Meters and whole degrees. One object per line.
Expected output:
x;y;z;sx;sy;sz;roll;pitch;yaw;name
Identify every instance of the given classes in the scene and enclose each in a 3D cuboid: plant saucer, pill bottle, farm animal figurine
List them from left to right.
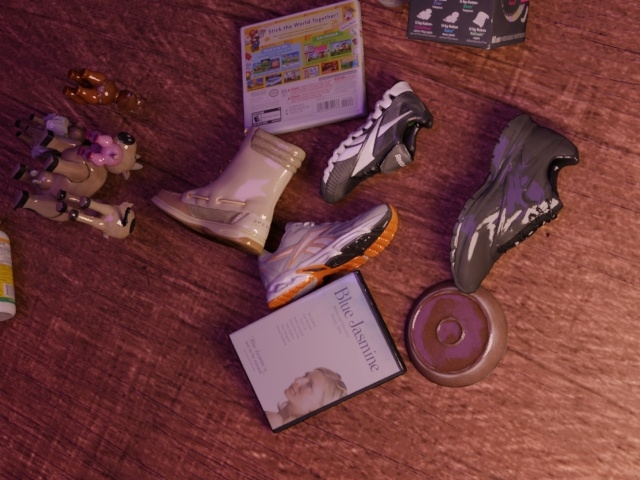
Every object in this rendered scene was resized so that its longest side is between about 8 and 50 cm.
-0.640;0.045;2.032;0.117;0.117;0.209;-15;75;22;pill bottle
-0.410;-0.119;1.927;0.326;0.172;0.330;-26;55;38;farm animal figurine
0.204;0.141;1.666;0.168;0.029;0.169;-5;77;24;plant saucer

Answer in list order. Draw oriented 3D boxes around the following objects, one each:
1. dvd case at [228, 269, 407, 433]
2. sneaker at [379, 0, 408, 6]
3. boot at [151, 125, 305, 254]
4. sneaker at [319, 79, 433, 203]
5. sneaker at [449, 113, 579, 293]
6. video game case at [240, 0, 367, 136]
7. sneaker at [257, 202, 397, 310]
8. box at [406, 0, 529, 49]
-0.008;0.181;1.739;0.253;0.022;0.180;-28;83;18;dvd case
0.102;-0.528;1.718;0.105;0.123;0.290;-10;75;26;sneaker
-0.158;-0.101;1.847;0.262;0.095;0.204;19;79;42;boot
0.093;-0.141;1.742;0.106;0.078;0.234;43;97;28;sneaker
0.288;-0.044;1.620;0.130;0.109;0.286;26;93;23;sneaker
-0.031;-0.292;1.859;0.226;0.026;0.207;-9;77;25;video game case
0.000;0.000;1.753;0.262;0.099;0.121;-34;64;15;sneaker
0.236;-0.436;1.635;0.143;0.165;0.271;13;110;27;box
